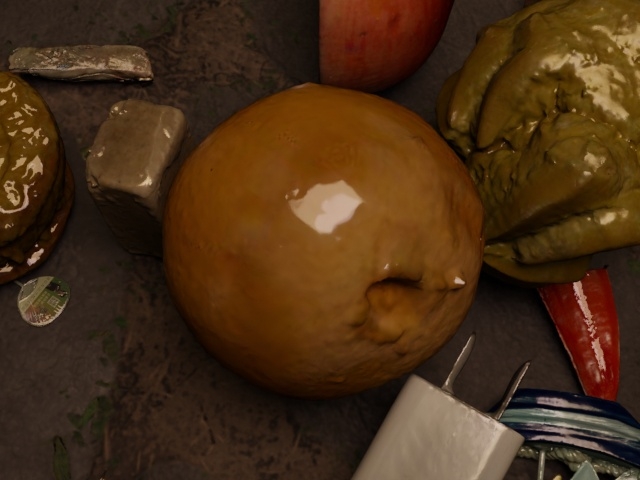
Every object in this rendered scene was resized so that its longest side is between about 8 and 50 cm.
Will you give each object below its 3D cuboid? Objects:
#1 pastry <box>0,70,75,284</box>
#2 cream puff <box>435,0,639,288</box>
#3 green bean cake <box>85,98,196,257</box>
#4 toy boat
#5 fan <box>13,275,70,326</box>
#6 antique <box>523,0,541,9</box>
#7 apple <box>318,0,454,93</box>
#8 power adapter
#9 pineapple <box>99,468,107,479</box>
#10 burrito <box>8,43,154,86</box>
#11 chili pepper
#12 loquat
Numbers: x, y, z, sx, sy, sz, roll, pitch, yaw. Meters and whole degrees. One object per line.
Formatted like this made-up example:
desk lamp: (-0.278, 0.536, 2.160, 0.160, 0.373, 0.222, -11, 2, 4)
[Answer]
pastry: (-0.393, -0.074, 0.966, 0.235, 0.132, 0.240, 2, 65, -8)
cream puff: (0.244, -0.111, 0.954, 0.274, 0.323, 0.270, 50, 46, -1)
green bean cake: (-0.184, -0.061, 0.961, 0.085, 0.179, 0.109, 12, 67, 11)
toy boat: (0.256, 0.305, 0.925, 0.220, 0.067, 0.291, 7, 68, 7)
fan: (-0.313, 0.056, 0.991, 0.060, 0.003, 0.080, -26, 73, -18)
antique: (0.411, -0.251, 1.147, 0.310, 0.093, 0.087, 31, 58, 19)
apple: (0.085, -0.320, 1.073, 0.163, 0.251, 0.293, 2, 66, 3)
power adapter: (0.135, 0.193, 0.893, 0.130, 0.125, 0.205, 29, 83, 18)
pineapple: (-0.116, 0.370, 0.829, 0.334, 0.158, 0.161, 48, 30, 9)
burrito: (-0.293, -0.218, 1.093, 0.171, 0.042, 0.051, -3, 57, -11)
chili pepper: (0.309, 0.120, 1.021, 0.088, 0.065, 0.169, -12, 74, 2)
loquat: (0.000, 0.000, 0.884, 0.328, 0.328, 0.328, 3, 66, -7)
